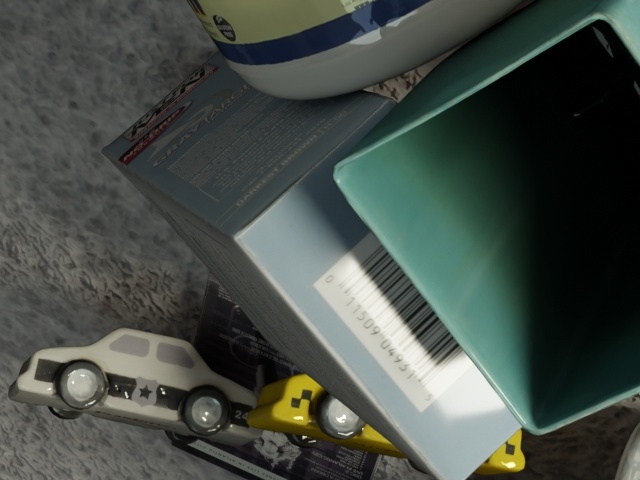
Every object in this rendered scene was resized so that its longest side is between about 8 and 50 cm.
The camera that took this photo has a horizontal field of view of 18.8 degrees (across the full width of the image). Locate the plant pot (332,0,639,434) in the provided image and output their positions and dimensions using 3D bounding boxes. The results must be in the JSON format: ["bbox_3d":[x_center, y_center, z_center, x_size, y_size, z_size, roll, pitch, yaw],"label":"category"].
[{"bbox_3d":[0.155,-0.057,0.949,0.165,0.234,0.166,-29,104,37],"label":"plant pot"}]

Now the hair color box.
[{"bbox_3d":[0.000,0.000,1.149,0.185,0.113,0.374,50,173,-18],"label":"hair color box"}]

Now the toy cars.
[{"bbox_3d":[-0.042,0.103,1.402,0.393,0.087,0.176,4,165,27],"label":"toy cars"}]

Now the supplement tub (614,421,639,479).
[{"bbox_3d":[0.293,0.198,1.308,0.190,0.117,0.117,15,133,16],"label":"supplement tub"}]

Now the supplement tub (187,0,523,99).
[{"bbox_3d":[-0.021,-0.261,0.992,0.235,0.235,0.325,-15,119,37],"label":"supplement tub"}]

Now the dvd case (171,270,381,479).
[{"bbox_3d":[-0.023,0.118,1.484,0.164,0.018,0.221,23,135,8],"label":"dvd case"}]
